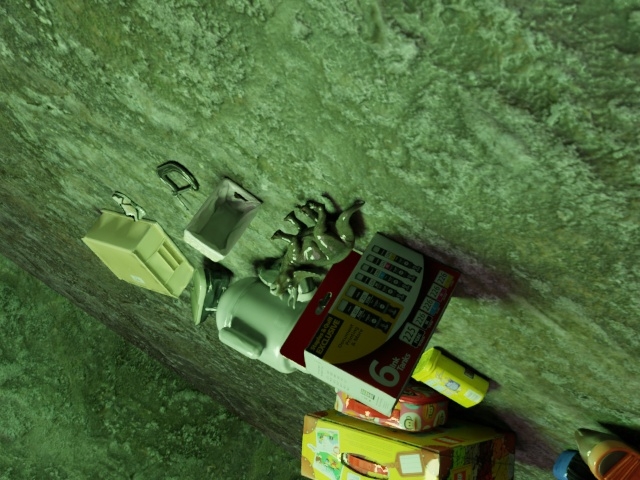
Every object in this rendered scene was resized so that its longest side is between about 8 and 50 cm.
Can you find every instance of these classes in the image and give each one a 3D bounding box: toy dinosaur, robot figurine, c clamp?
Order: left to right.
[{"bbox_3d":[-0.353,-0.142,1.795,0.137,0.022,0.161,46,153,-16],"label":"c clamp"},{"bbox_3d":[-0.133,0.221,1.902,0.354,0.300,0.199,23,116,26],"label":"robot figurine"},{"bbox_3d":[0.000,0.000,1.549,0.314,0.121,0.160,-34,106,27],"label":"toy dinosaur"}]

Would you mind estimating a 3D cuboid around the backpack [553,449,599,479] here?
[{"bbox_3d":[0.678,0.622,1.895,0.120,0.098,0.101,39,157,-15],"label":"backpack"}]

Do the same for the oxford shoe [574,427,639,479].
[{"bbox_3d":[0.756,0.544,1.694,0.364,0.130,0.132,35,-172,-21],"label":"oxford shoe"}]

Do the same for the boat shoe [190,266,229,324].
[{"bbox_3d":[-0.345,0.172,2.236,0.113,0.127,0.340,-7,151,-18],"label":"boat shoe"}]

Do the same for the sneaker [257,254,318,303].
[{"bbox_3d":[-0.090,0.075,1.823,0.234,0.078,0.106,23,132,50],"label":"sneaker"}]

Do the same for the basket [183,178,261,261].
[{"bbox_3d":[-0.234,-0.043,1.672,0.113,0.167,0.103,36,160,-6],"label":"basket"}]

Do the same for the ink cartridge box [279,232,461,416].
[{"bbox_3d":[0.099,0.156,1.478,0.272,0.309,0.130,26,153,13],"label":"ink cartridge box"}]

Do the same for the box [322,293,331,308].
[{"bbox_3d":[0.139,0.194,1.755,0.220,0.051,0.175,-6,135,37],"label":"box"}]

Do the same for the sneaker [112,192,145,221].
[{"bbox_3d":[-0.566,-0.098,2.078,0.109,0.043,0.040,36,156,-4],"label":"sneaker"}]

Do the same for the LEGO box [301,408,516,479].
[{"bbox_3d":[0.251,0.623,2.061,0.373,0.193,0.500,4,179,-43],"label":"LEGO box"}]

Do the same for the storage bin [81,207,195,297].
[{"bbox_3d":[-0.570,0.046,2.245,0.262,0.123,0.260,12,148,35],"label":"storage bin"}]

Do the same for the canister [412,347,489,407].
[{"bbox_3d":[0.336,0.359,1.844,0.170,0.073,0.126,31,154,0],"label":"canister"}]

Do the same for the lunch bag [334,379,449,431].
[{"bbox_3d":[0.189,0.456,1.997,0.293,0.120,0.258,5,179,37],"label":"lunch bag"}]
